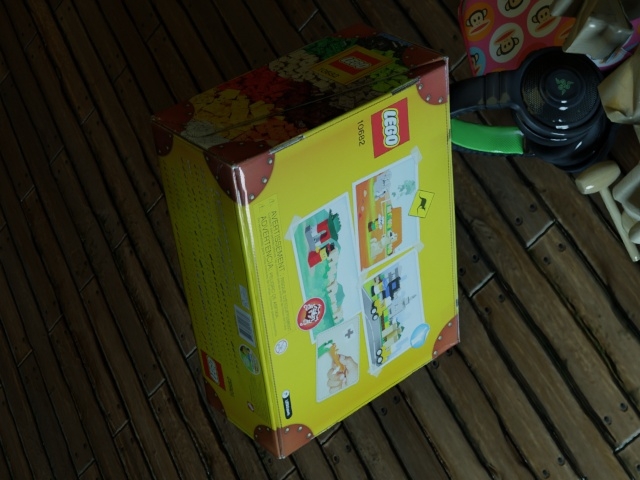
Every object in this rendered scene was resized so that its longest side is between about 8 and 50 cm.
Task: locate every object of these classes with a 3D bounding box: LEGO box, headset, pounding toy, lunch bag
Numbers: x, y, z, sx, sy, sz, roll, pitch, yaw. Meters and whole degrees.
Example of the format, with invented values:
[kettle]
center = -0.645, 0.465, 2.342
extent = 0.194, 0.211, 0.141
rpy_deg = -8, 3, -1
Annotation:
[LEGO box]
center = 0.000, 0.000, 1.712
extent = 0.193, 0.372, 0.500
rpy_deg = 30, 138, 42
[headset]
center = 0.352, -0.209, 1.713
extent = 0.394, 0.243, 0.185
rpy_deg = -2, 76, 21
[pounding toy]
center = 0.495, -0.040, 1.641
extent = 0.154, 0.155, 0.269
rpy_deg = -39, 61, -6
[lunch bag]
center = 0.349, -0.360, 1.817
extent = 0.293, 0.120, 0.258
rpy_deg = -29, 60, 34

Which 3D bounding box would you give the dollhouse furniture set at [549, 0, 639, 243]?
[dollhouse furniture set]
center = 0.519, -0.242, 1.427
extent = 0.394, 0.257, 0.362
rpy_deg = 126, 138, -52
